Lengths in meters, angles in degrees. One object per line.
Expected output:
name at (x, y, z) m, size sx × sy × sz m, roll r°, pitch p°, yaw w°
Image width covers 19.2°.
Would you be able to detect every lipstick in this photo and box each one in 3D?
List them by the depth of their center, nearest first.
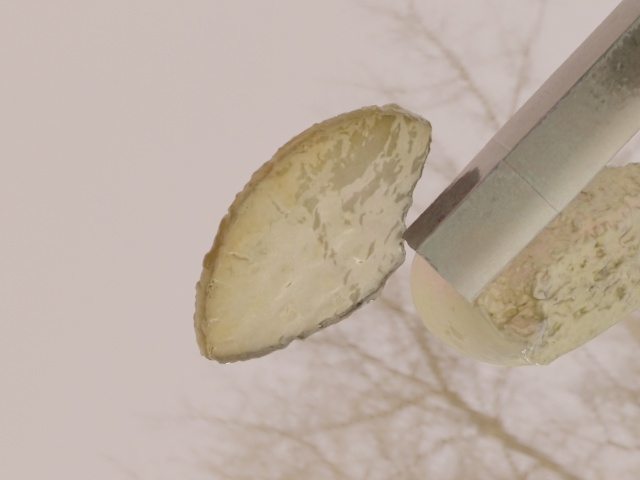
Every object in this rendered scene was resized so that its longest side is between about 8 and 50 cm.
lipstick at (0.198, -0.092, 1.469) m, size 0.068 × 0.066 × 0.317 m, roll 43°, pitch -86°, yaw -16°

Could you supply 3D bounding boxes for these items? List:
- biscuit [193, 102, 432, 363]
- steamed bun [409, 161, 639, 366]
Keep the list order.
biscuit at (0.000, 0.000, 1.531) m, size 0.265 × 0.040 × 0.188 m, roll -50°, pitch -47°, yaw -4°
steamed bun at (0.192, 0.008, 1.678) m, size 0.225 × 0.200 × 0.170 m, roll -35°, pitch -70°, yaw -38°
